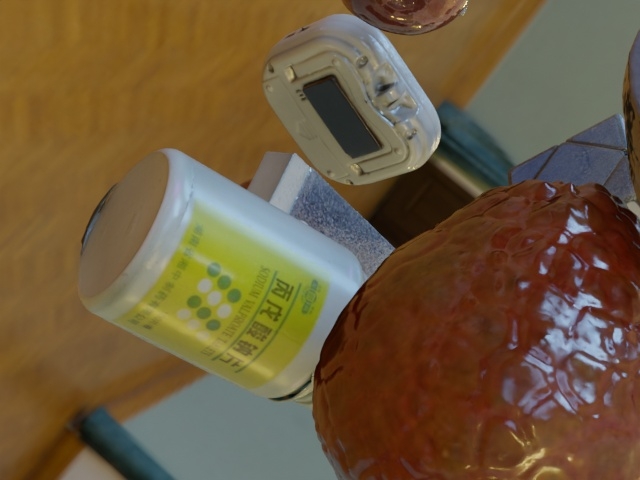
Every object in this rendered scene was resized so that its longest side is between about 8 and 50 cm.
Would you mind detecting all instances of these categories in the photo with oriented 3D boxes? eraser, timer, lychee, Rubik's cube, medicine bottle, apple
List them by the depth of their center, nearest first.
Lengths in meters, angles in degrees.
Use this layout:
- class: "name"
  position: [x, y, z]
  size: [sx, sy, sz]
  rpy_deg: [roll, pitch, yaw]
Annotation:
- class: "lychee"
  position: [0.119, 0.109, 0.850]
  size: [0.255, 0.255, 0.300]
  rpy_deg: [22, 73, -79]
- class: "medicine bottle"
  position: [-0.051, 0.044, 1.066]
  size: [0.143, 0.258, 0.143]
  rpy_deg: [-40, -147, 34]
- class: "apple"
  position: [0.083, -0.268, 1.280]
  size: [0.153, 0.153, 0.120]
  rpy_deg: [-58, -168, 36]
- class: "eraser"
  position: [0.000, 0.000, 1.376]
  size: [0.212, 0.046, 0.092]
  rpy_deg: [43, 66, -42]
- class: "timer"
  position: [0.039, -0.200, 1.977]
  size: [0.237, 0.262, 0.087]
  rpy_deg: [-14, -151, 49]
- class: "Rubik's cube"
  position: [0.425, -0.027, 2.038]
  size: [0.205, 0.207, 0.205]
  rpy_deg: [-28, -143, 24]

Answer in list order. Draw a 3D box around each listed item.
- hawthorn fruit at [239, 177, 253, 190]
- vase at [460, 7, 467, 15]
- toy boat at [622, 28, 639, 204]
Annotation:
- class: "hawthorn fruit"
  position: [-0.070, -0.055, 1.627]
  size: [0.067, 0.067, 0.103]
  rpy_deg: [-40, 162, -46]
- class: "vase"
  position: [0.144, -0.323, 1.806]
  size: [0.053, 0.100, 0.053]
  rpy_deg: [4, 90, -65]
- class: "toy boat"
  position: [0.260, -0.080, 0.873]
  size: [0.283, 0.127, 0.078]
  rpy_deg: [-83, 158, -55]
